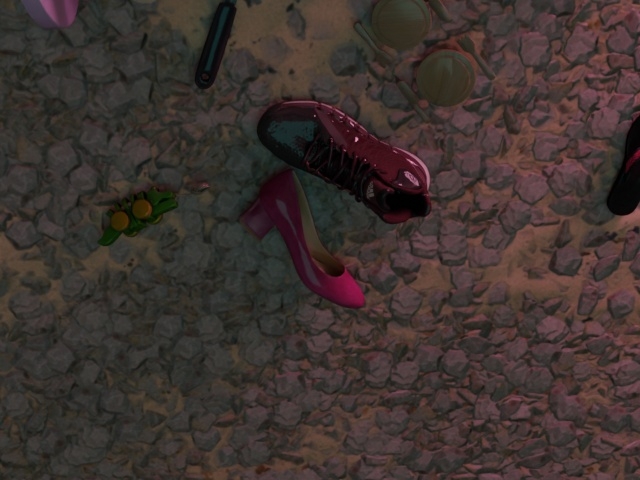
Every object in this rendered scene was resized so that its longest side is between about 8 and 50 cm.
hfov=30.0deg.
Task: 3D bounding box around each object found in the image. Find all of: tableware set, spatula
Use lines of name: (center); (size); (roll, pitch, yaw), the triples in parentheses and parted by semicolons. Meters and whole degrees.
tableware set: (0.151, -0.281, 1.729); (0.128, 0.039, 0.194); (-33, 109, 21)
spatula: (-0.119, -0.348, 1.665); (0.084, 0.030, 0.297); (15, 112, -16)

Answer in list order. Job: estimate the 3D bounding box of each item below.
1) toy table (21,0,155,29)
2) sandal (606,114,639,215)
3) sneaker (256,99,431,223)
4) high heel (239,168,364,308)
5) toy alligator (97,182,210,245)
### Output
toy table: (-0.303, -0.415, 1.513); (0.160, 0.252, 0.274); (-5, 126, 14)
sandal: (0.497, -0.115, 1.847); (0.067, 0.040, 0.179); (10, 114, -11)
sneaker: (0.047, -0.108, 1.726); (0.281, 0.162, 0.106); (20, 111, -16)
high heel: (0.000, 0.000, 1.818); (0.244, 0.082, 0.117); (43, 115, -9)
toy alligator: (-0.256, -0.055, 1.778); (0.189, 0.056, 0.051); (-29, 75, 7)
